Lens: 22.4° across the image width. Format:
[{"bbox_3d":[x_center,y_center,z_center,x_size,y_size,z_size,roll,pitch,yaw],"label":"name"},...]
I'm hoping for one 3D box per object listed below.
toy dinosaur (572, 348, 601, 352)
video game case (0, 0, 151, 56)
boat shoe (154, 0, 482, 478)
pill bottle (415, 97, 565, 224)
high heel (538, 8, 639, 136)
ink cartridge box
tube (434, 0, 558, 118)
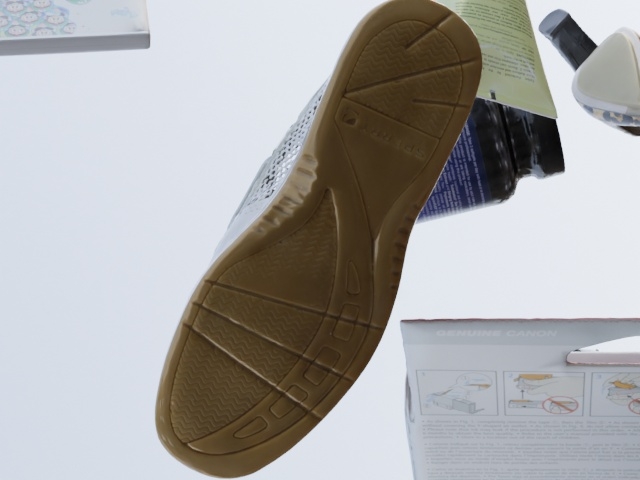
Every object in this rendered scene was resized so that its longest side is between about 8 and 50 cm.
[{"bbox_3d":[0.228,0.169,1.359,0.160,0.313,0.121,37,-161,-19],"label":"toy dinosaur"},{"bbox_3d":[-0.224,-0.200,1.340,0.143,0.157,0.019,-103,13,-49],"label":"video game case"},{"bbox_3d":[0.000,0.000,0.879,0.277,0.098,0.096,-60,7,0],"label":"boat shoe"},{"bbox_3d":[0.113,-0.083,1.525,0.123,0.219,0.122,-13,-90,-86],"label":"pill bottle"},{"bbox_3d":[0.339,-0.141,1.712,0.093,0.261,0.186,-43,-61,9],"label":"high heel"},{"bbox_3d":[0.189,0.093,0.991,0.239,0.275,0.060,80,-168,-52],"label":"ink cartridge box"},{"bbox_3d":[0.113,-0.173,1.164,0.240,0.070,0.062,-92,-20,-47],"label":"tube"}]
